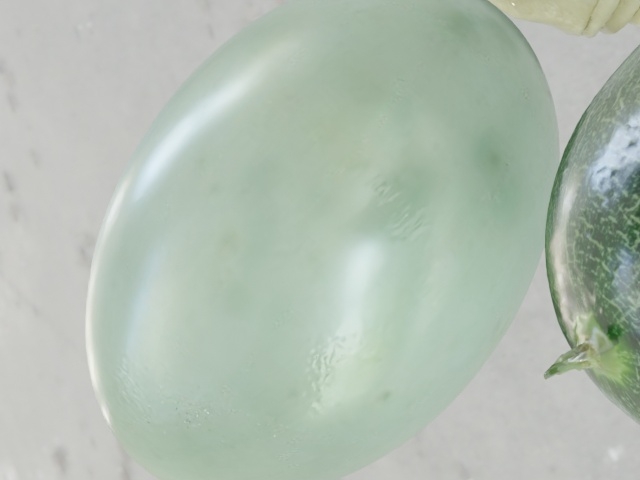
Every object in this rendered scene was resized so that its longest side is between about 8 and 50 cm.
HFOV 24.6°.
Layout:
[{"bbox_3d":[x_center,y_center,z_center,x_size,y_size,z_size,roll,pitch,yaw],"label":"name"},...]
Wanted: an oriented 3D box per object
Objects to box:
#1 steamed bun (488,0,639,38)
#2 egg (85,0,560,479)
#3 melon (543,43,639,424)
[{"bbox_3d":[0.302,-0.311,1.405,0.203,0.289,0.276,52,146,1],"label":"steamed bun"},{"bbox_3d":[0.000,0.000,0.989,0.276,0.389,0.276,38,-176,-3],"label":"egg"},{"bbox_3d":[0.195,-0.021,0.518,0.182,0.287,0.182,58,167,21],"label":"melon"}]
